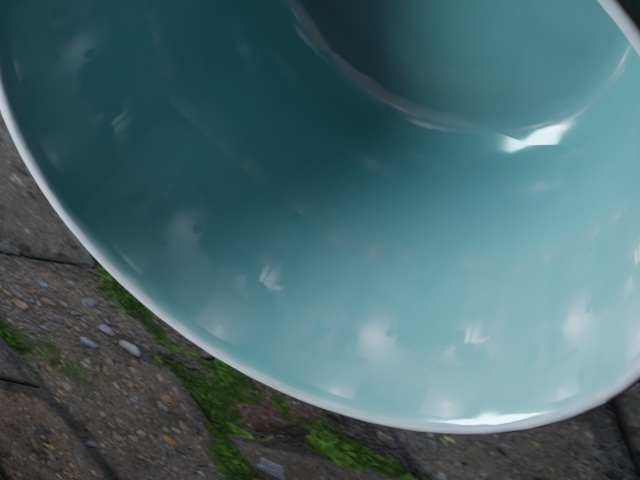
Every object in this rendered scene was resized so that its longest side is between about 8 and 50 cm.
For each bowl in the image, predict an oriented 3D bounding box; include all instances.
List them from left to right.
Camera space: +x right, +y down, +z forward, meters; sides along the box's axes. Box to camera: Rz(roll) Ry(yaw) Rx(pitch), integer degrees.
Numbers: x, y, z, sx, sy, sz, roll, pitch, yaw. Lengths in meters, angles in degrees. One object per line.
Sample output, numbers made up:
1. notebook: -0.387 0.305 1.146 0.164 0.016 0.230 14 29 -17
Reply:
1. bowl: 0.032 -0.080 0.663 0.311 0.163 0.312 19 138 18

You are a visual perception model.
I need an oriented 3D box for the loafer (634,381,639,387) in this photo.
1. loafer: 0.152 -0.027 1.011 0.302 0.095 0.109 45 146 -20
